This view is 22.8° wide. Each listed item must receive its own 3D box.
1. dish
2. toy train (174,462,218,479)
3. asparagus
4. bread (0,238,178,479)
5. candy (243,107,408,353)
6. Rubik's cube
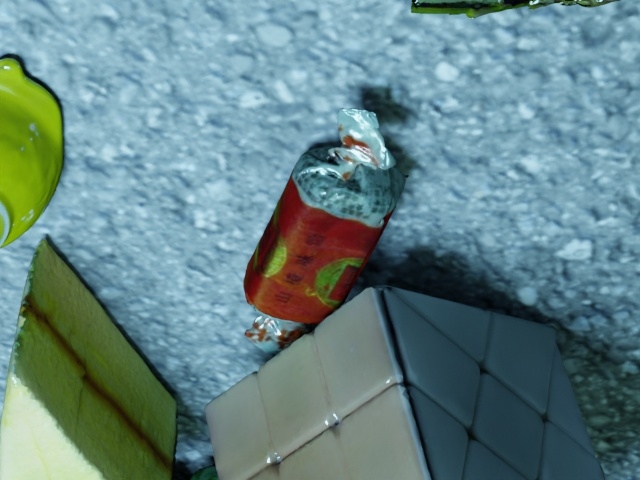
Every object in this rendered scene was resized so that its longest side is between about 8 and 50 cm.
[{"bbox_3d":[-0.265,-0.042,1.163,0.149,0.080,0.207,17,138,-19],"label":"dish"},{"bbox_3d":[-0.109,0.337,1.504,0.145,0.202,0.266,-23,131,26],"label":"toy train"},{"bbox_3d":[0.141,-0.169,1.053,0.165,0.030,0.036,-5,128,6],"label":"asparagus"},{"bbox_3d":[-0.243,0.145,1.320,0.163,0.167,0.264,-15,133,17],"label":"bread"},{"bbox_3d":[-0.001,-0.001,1.224,0.086,0.059,0.292,16,136,-12],"label":"candy"},{"bbox_3d":[0.072,0.196,1.288,0.231,0.221,0.225,14,140,-41],"label":"Rubik's cube"}]
